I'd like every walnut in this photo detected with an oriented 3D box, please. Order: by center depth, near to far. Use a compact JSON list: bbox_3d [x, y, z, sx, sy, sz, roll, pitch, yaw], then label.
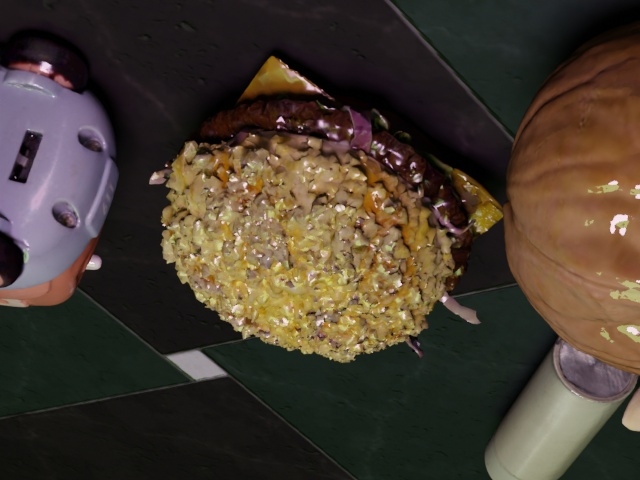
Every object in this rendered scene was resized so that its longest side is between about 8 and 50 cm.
[{"bbox_3d":[0.222,-0.024,1.009,0.228,0.228,0.228,12,147,8],"label":"walnut"}]

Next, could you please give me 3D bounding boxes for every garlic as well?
[{"bbox_3d":[0.285,0.130,1.342,0.083,0.053,0.041,1,147,47],"label":"garlic"}]

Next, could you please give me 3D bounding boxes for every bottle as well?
[{"bbox_3d":[0.197,0.145,1.391,0.072,0.072,0.201,19,148,-2],"label":"bottle"}]

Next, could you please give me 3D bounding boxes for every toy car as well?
[{"bbox_3d":[-0.283,-0.043,1.255,0.270,0.181,0.212,14,157,4],"label":"toy car"}]

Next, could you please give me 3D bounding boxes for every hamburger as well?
[{"bbox_3d":[0.000,0.000,1.206,0.261,0.139,0.243,25,146,-9],"label":"hamburger"}]
